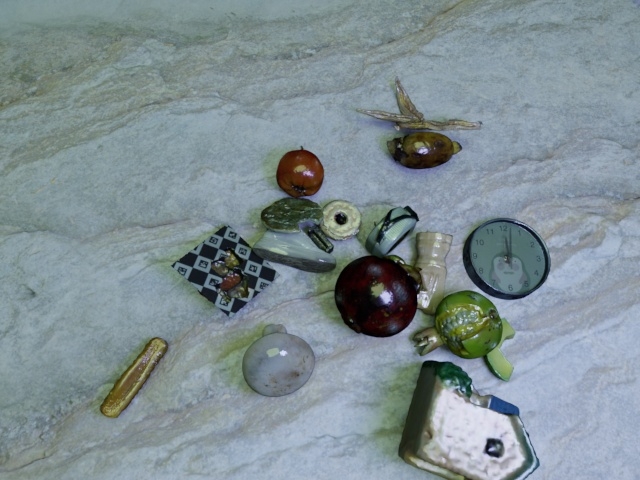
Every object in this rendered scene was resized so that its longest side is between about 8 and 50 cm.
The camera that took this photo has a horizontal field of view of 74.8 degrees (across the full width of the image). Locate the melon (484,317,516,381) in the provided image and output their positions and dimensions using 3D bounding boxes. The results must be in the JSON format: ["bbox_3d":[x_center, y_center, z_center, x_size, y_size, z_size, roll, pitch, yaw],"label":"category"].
[{"bbox_3d":[0.632,0.379,1.481,0.117,0.064,0.210,25,69,8],"label":"melon"}]

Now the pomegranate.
[{"bbox_3d":[0.464,0.303,1.431,0.301,0.236,0.236,-33,70,26],"label":"pomegranate"}]

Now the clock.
[{"bbox_3d":[0.709,0.064,1.596,0.318,0.066,0.319,0,69,-1],"label":"clock"}]

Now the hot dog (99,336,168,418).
[{"bbox_3d":[-0.625,0.458,1.417,0.083,0.068,0.289,39,68,-12],"label":"hot dog"}]

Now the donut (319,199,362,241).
[{"bbox_3d":[0.076,-0.075,1.629,0.174,0.068,0.175,1,73,-2],"label":"donut"}]

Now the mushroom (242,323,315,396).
[{"bbox_3d":[-0.147,0.388,1.399,0.243,0.243,0.244,0,70,-1],"label":"mushroom"}]

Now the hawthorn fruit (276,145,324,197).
[{"bbox_3d":[-0.078,-0.284,1.642,0.196,0.197,0.226,2,58,-1],"label":"hawthorn fruit"}]

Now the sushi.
[{"bbox_3d":[-0.343,0.115,1.522,0.292,0.059,0.294,41,46,7],"label":"sushi"}]

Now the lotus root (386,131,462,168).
[{"bbox_3d":[0.425,-0.360,1.688,0.313,0.169,0.142,-3,86,-5],"label":"lotus root"}]

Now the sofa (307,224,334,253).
[{"bbox_3d":[0.000,0.000,1.602,0.039,0.060,0.118,-37,75,-18],"label":"sofa"}]

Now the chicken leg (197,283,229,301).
[{"bbox_3d":[-0.404,0.169,1.536,0.219,0.048,0.089,33,69,10],"label":"chicken leg"}]

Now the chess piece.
[{"bbox_3d":[0.407,0.122,1.550,0.137,0.137,0.301,8,81,1],"label":"chess piece"}]

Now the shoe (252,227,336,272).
[{"bbox_3d":[-0.086,0.013,1.568,0.316,0.124,0.159,12,62,2],"label":"shoe"}]

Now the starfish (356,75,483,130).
[{"bbox_3d":[0.389,-0.524,1.728,0.383,0.132,0.398,-12,50,-28],"label":"starfish"}]

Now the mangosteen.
[{"bbox_3d":[0.198,0.182,1.424,0.310,0.311,0.312,0,70,-1],"label":"mangosteen"}]

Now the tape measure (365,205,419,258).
[{"bbox_3d":[0.272,-0.052,1.555,0.235,0.207,0.115,-42,74,-12],"label":"tape measure"}]

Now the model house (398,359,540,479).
[{"bbox_3d":[0.448,0.562,1.236,0.342,0.382,0.335,19,73,11],"label":"model house"}]

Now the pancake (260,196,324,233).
[{"bbox_3d":[-0.110,-0.097,1.583,0.253,0.037,0.254,-2,33,1],"label":"pancake"}]
